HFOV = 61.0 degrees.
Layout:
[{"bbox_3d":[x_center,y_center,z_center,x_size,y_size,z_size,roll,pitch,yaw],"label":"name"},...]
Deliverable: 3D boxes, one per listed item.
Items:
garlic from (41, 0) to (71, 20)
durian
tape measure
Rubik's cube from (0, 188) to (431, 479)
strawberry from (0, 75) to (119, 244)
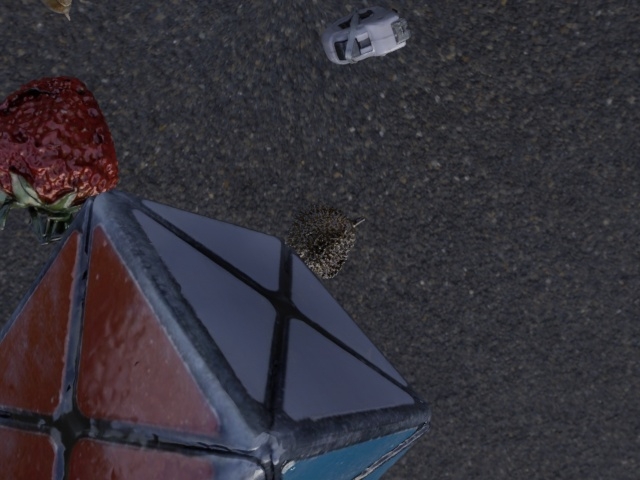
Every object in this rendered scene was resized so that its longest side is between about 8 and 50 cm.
[{"bbox_3d":[-0.627,-0.573,1.279,0.066,0.152,0.084,-31,108,-24],"label":"garlic"},{"bbox_3d":[0.001,0.003,0.781,0.140,0.071,0.110,-30,93,34],"label":"durian"},{"bbox_3d":[0.102,-0.539,1.430,0.197,0.236,0.120,-25,123,1],"label":"tape measure"},{"bbox_3d":[-0.101,0.145,0.468,0.259,0.255,0.260,-51,149,17],"label":"Rubik's cube"},{"bbox_3d":[-0.359,-0.137,0.739,0.188,0.286,0.106,18,137,-43],"label":"strawberry"}]
